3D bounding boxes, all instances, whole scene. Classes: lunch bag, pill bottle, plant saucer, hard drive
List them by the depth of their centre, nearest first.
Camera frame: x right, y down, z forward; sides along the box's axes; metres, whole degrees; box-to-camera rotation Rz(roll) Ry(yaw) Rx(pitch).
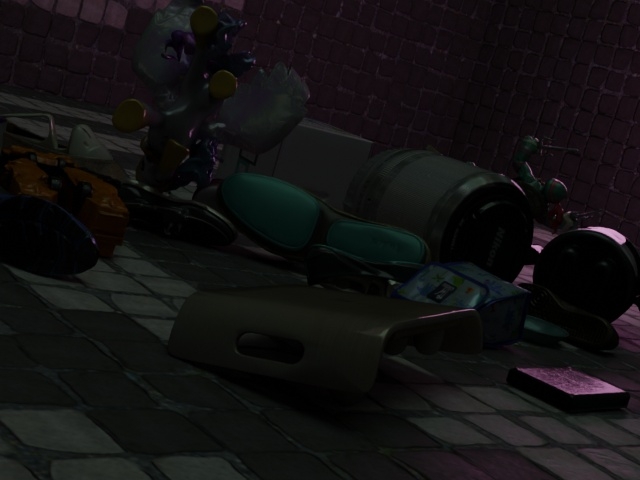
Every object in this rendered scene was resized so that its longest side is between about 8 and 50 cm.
[{"bbox_3d":[0.303,0.180,1.313,0.135,0.022,0.094,7,12,-46],"label":"hard drive"},{"bbox_3d":[0.191,0.089,1.486,0.151,0.096,0.129,-9,25,-36],"label":"lunch bag"},{"bbox_3d":[0.314,0.133,1.630,0.119,0.021,0.119,16,9,-3],"label":"plant saucer"},{"bbox_3d":[-0.169,-0.056,1.763,0.086,0.086,0.152,14,9,-8],"label":"pill bottle"}]

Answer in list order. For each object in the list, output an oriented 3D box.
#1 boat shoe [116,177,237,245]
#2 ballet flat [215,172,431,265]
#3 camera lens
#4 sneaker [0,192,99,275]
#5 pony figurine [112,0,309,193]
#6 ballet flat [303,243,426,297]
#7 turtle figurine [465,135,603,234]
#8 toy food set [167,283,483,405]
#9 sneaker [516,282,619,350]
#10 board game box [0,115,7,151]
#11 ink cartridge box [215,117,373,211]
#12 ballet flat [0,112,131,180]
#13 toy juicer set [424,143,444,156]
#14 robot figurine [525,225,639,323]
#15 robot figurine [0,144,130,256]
[{"bbox_3d":[-0.229,-0.027,1.637,0.206,0.075,0.065,22,52,6],"label":"boat shoe"},{"bbox_3d":[0.000,0.000,1.661,0.349,0.123,0.123,19,9,10],"label":"ballet flat"},{"bbox_3d":[0.196,-0.028,1.780,0.219,0.219,0.274,9,11,-37],"label":"camera lens"},{"bbox_3d":[-0.348,-0.019,1.252,0.221,0.083,0.087,22,2,17],"label":"sneaker"},{"bbox_3d":[-0.197,-0.223,1.693,0.303,0.351,0.363,35,-15,-2],"label":"pony figurine"},{"bbox_3d":[0.073,0.059,1.534,0.203,0.074,0.074,12,9,-12],"label":"ballet flat"},{"bbox_3d":[0.351,-0.086,1.822,0.118,0.175,0.234,-27,16,-39],"label":"turtle figurine"},{"bbox_3d":[0.018,0.107,1.128,0.220,0.092,0.306,7,3,27],"label":"toy food set"},{"bbox_3d":[0.384,0.129,1.705,0.188,0.066,0.071,30,-1,40],"label":"sneaker"},{"bbox_3d":[-0.539,-0.134,1.419,0.144,0.142,0.275,9,11,-38],"label":"board game box"},{"bbox_3d":[-0.059,-0.147,2.155,0.198,0.197,0.270,10,11,-29],"label":"ink cartridge box"},{"bbox_3d":[-0.450,-0.156,1.835,0.316,0.106,0.107,16,9,0],"label":"ballet flat"},{"bbox_3d":[0.230,-0.039,2.029,0.209,0.089,0.329,29,-24,0],"label":"toy juicer set"},{"bbox_3d":[0.460,0.064,1.848,0.209,0.174,0.278,61,21,8],"label":"robot figurine"},{"bbox_3d":[-0.367,-0.062,1.459,0.211,0.085,0.291,11,10,-27],"label":"robot figurine"}]
